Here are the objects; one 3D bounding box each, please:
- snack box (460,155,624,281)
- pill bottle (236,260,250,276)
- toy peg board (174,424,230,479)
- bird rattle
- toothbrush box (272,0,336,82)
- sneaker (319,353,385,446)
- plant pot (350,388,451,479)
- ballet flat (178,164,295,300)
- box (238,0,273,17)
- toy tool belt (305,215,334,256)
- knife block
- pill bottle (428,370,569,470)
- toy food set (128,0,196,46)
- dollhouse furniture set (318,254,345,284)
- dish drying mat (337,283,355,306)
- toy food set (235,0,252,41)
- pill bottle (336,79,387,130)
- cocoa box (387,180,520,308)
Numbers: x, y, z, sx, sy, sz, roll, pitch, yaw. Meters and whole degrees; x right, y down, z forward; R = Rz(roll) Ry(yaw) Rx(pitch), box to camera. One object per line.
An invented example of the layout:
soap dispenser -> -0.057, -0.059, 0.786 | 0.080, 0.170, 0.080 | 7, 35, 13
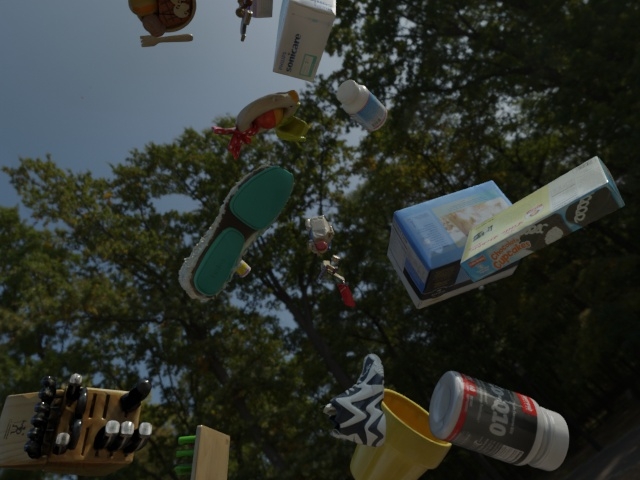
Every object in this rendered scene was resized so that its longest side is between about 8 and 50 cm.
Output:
snack box -> 0.458, -0.044, 1.000 | 0.322, 0.060, 0.187 | -36, 7, 34
pill bottle -> -0.272, 0.080, 1.539 | 0.043, 0.043, 0.083 | -42, -71, 4
toy peg board -> -0.318, 0.593, 1.240 | 0.079, 0.161, 0.161 | -11, -34, 15
bird rattle -> -0.155, -0.325, 1.223 | 0.253, 0.143, 0.207 | -14, -10, -22
toothbrush box -> -0.044, -0.629, 1.299 | 0.126, 0.296, 0.216 | 11, -36, -12
sneaker -> 0.075, 0.377, 1.134 | 0.153, 0.235, 0.094 | 3, -41, 1
plant pot -> 0.213, 0.609, 1.371 | 0.254, 0.254, 0.239 | 24, -81, -53
ballet flat -> -0.227, -0.035, 1.188 | 0.409, 0.147, 0.147 | -56, -28, -21
box -> -0.144, -0.694, 1.078 | 0.067, 0.063, 0.324 | -35, -39, -46
toy tool belt -> 0.000, 0.000, 0.824 | 0.052, 0.083, 0.051 | -10, -41, -1
knife block -> -0.281, 0.252, 0.619 | 0.242, 0.088, 0.276 | -9, -32, 13
pill bottle -> 0.418, 0.430, 1.108 | 0.283, 0.161, 0.161 | 19, -53, -2
toy food set -> -0.315, -0.468, 0.942 | 0.132, 0.039, 0.192 | -13, -28, -17
dollhouse furniture set -> 0.051, 0.089, 1.490 | 0.081, 0.114, 0.091 | 30, -78, -9
dish drying mat -> 0.070, 0.149, 1.258 | 0.008, 0.032, 0.083 | -61, -37, -40
toy food set -> -0.154, -0.469, 0.939 | 0.019, 0.122, 0.078 | 9, -34, -25
pill bottle -> 0.118, -0.390, 1.347 | 0.087, 0.087, 0.160 | -48, -42, 13
cocoa box -> 0.410, 0.011, 1.417 | 0.347, 0.231, 0.228 | -18, -35, -11
